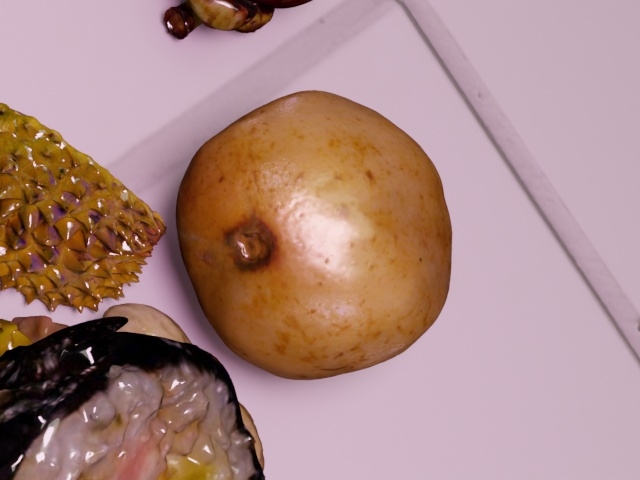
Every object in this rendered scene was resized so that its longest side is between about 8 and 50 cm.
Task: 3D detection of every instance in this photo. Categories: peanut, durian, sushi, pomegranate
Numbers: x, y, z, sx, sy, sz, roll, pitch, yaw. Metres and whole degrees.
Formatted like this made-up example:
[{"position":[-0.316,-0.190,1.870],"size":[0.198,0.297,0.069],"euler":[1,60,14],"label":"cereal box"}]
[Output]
[{"position":[-0.134,0.161,1.267],"size":[0.110,0.120,0.236],"euler":[-29,100,1],"label":"peanut"},{"position":[-0.258,-0.042,1.231],"size":[0.260,0.186,0.154],"euler":[23,56,-13],"label":"durian"},{"position":[-0.232,0.229,1.076],"size":[0.328,0.285,0.328],"euler":[-39,127,-41],"label":"sushi"},{"position":[-0.008,-0.006,1.314],"size":[0.307,0.307,0.307],"euler":[12,69,-32],"label":"pomegranate"}]

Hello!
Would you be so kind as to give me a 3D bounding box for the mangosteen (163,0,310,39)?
[{"position":[-0.080,-0.323,1.426],"size":[0.215,0.215,0.257],"euler":[35,86,-21],"label":"mangosteen"}]
